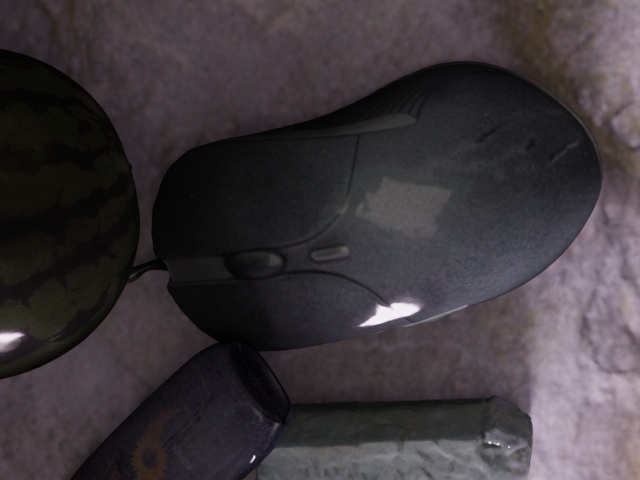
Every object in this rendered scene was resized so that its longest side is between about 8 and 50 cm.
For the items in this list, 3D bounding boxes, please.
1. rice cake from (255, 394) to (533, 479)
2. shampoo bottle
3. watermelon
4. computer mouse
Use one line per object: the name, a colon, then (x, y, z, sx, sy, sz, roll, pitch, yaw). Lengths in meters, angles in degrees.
rice cake: (0.047, 0.147, 1.044, 0.206, 0.069, 0.063, -3, 109, 1)
shampoo bottle: (-0.116, 0.164, 1.043, 0.233, 0.049, 0.087, -43, 67, 26)
watermelon: (-0.219, -0.015, 0.920, 0.212, 0.212, 0.212, 0, 109, 1)
computer mouse: (0.000, 0.000, 0.986, 0.379, 0.090, 0.167, -18, 107, 9)
